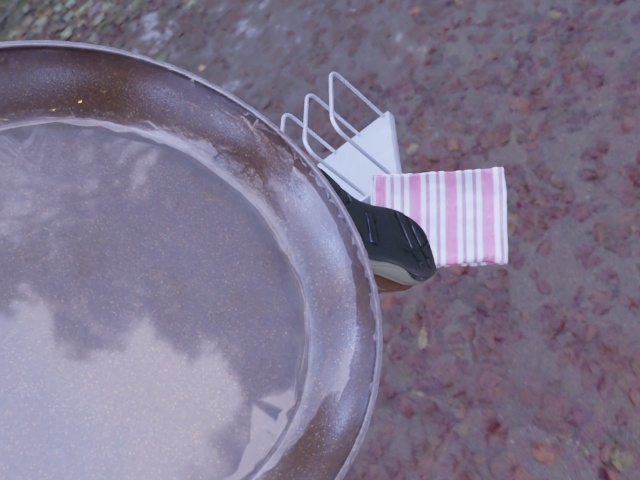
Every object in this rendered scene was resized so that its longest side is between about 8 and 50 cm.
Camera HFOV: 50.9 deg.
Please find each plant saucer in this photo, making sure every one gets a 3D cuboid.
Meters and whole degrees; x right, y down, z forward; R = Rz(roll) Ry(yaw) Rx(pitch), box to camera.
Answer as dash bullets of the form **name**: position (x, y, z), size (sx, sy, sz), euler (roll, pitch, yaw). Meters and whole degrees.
- **plant saucer**: position (-0.112, 0.027, 0.358), size (0.050, 0.311, 0.310), euler (-47, 31, 51)

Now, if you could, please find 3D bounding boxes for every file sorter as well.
- **file sorter**: position (-0.014, -0.145, 1.264), size (0.278, 0.173, 0.192), euler (-35, 36, 31)

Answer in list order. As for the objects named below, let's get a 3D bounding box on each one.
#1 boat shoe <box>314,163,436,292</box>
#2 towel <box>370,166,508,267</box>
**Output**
- **boat shoe**: position (0.000, 0.000, 0.836), size (0.120, 0.324, 0.122), euler (-38, 40, 36)
- **towel**: position (0.172, -0.032, 0.979), size (0.197, 0.029, 0.144), euler (-2, 84, 11)
